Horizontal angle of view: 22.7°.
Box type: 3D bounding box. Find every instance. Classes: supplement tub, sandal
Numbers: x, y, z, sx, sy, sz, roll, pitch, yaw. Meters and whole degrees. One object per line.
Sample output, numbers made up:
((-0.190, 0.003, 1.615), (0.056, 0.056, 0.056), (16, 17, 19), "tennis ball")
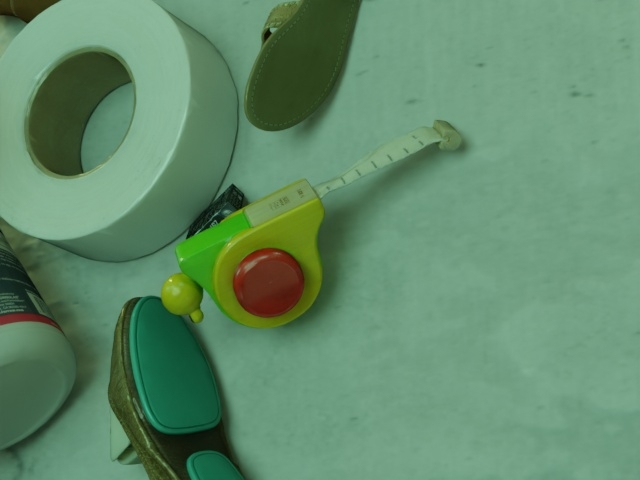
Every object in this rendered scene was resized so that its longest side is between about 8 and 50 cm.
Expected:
((-0.396, 0.079, 1.697), (0.191, 0.191, 0.272), (-44, 59, 11), "supplement tub")
((-0.018, -0.217, 1.656), (0.079, 0.088, 0.240), (9, 70, 63), "sandal")

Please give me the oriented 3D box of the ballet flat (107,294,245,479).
((-0.141, 0.220, 1.574), (0.124, 0.116, 0.342), (-47, 60, 32), "ballet flat")

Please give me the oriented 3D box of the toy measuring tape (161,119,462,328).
((0.000, 0.000, 1.564), (0.330, 0.121, 0.121), (-26, 62, -1), "toy measuring tape")

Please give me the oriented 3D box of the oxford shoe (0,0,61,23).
((-0.327, -0.268, 1.841), (0.212, 0.076, 0.076), (0, 113, 39), "oxford shoe")

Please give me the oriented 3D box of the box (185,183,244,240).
((-0.109, -0.021, 1.633), (0.018, 0.083, 0.067), (44, 100, -10), "box")

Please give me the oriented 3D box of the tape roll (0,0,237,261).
((-0.233, -0.123, 1.720), (0.286, 0.100, 0.286), (-9, 72, 27), "tape roll")
